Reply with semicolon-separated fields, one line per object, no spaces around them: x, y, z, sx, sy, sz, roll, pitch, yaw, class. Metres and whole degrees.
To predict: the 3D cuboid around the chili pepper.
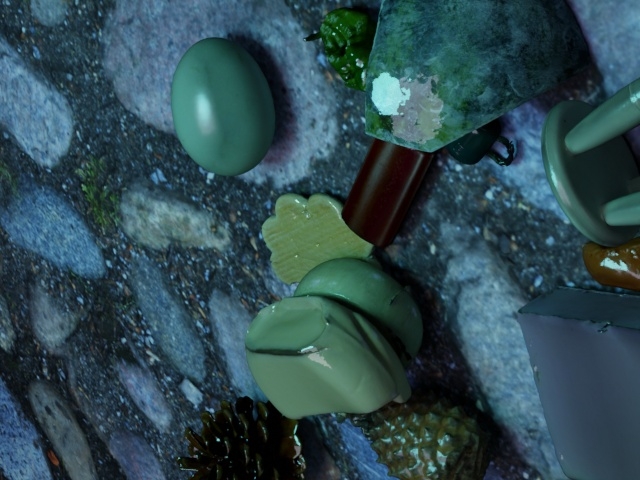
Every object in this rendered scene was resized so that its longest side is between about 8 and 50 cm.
0.042;-0.280;1.487;0.074;0.257;0.100;39;104;-19;chili pepper

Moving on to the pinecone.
-0.156;0.420;2.002;0.264;0.264;0.264;21;125;33;pinecone

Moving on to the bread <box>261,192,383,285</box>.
0.000;0.000;1.772;0.251;0.039;0.181;0;112;42;bread

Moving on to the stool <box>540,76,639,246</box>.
0.397;-0.109;1.244;0.199;0.195;0.195;-23;95;45;stool

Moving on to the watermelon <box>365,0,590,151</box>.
0.214;-0.258;1.398;0.290;0.213;0.319;4;75;7;watermelon

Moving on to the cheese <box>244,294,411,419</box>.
0.006;0.203;1.656;0.266;0.127;0.233;-8;126;48;cheese

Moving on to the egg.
-0.160;-0.218;1.702;0.168;0.168;0.230;5;114;40;egg

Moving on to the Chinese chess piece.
0.063;0.134;1.715;0.238;0.092;0.237;24;141;21;Chinese chess piece

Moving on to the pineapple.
0.126;0.305;1.755;0.361;0.175;0.175;30;131;45;pineapple

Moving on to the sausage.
0.430;0.033;1.371;0.179;0.089;0.089;5;115;39;sausage

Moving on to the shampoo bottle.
0.113;-0.112;1.590;0.102;0.064;0.260;40;133;19;shampoo bottle

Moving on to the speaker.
0.234;-0.143;1.482;0.095;0.060;0.075;22;135;-13;speaker

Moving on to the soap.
0.427;0.219;1.410;0.296;0.107;0.285;9;119;57;soap
